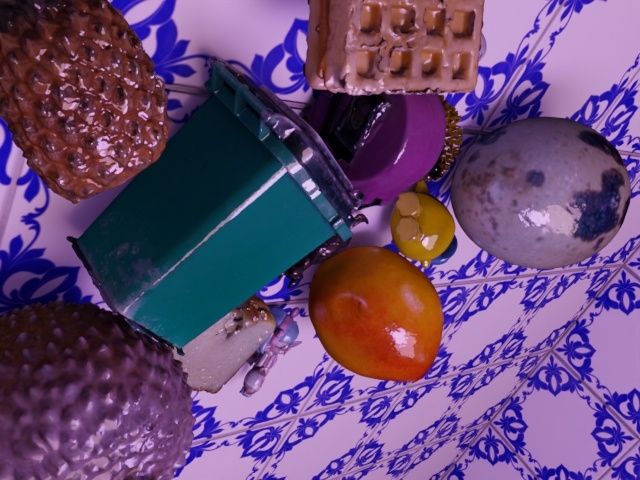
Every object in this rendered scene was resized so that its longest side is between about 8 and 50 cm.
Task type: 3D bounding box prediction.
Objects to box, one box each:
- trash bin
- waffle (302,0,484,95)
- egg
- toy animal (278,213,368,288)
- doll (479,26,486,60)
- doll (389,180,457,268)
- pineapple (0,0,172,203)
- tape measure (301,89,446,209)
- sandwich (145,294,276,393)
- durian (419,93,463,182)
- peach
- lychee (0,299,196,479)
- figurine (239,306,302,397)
[{"bbox_3d":[-0.164,-0.042,1.066,0.381,0.259,0.295,-43,144,-2],"label":"trash bin"},{"bbox_3d":[0.107,-0.389,0.959,0.261,0.114,0.376,-9,111,-30],"label":"waffle"},{"bbox_3d":[0.486,-0.109,1.584,0.428,0.345,0.345,6,127,-29],"label":"egg"},{"bbox_3d":[0.000,0.000,1.483,0.233,0.084,0.148,-40,167,-11],"label":"toy animal"},{"bbox_3d":[0.216,-0.378,1.199,0.182,0.117,0.257,-39,145,-13],"label":"doll"},{"bbox_3d":[0.243,-0.033,1.612,0.363,0.145,0.199,21,71,-69],"label":"doll"},{"bbox_3d":[-0.311,-0.231,0.799,0.202,0.202,0.362,-32,135,-13],"label":"pineapple"},{"bbox_3d":[0.082,-0.183,1.192,0.149,0.231,0.245,4,125,-47],"label":"tape measure"},{"bbox_3d":[-0.239,0.197,1.439,0.249,0.095,0.273,-45,148,12],"label":"sandwich"},{"bbox_3d":[0.181,-0.188,1.352,0.237,0.138,0.193,-30,148,-23],"label":"durian"},{"bbox_3d":[0.128,0.168,1.574,0.289,0.307,0.289,-21,149,-13],"label":"peach"},{"bbox_3d":[-0.394,0.272,1.077,0.380,0.432,0.380,-40,151,-28],"label":"lychee"},{"bbox_3d":[-0.139,0.266,1.606,0.205,0.103,0.260,-39,162,-53],"label":"figurine"}]
